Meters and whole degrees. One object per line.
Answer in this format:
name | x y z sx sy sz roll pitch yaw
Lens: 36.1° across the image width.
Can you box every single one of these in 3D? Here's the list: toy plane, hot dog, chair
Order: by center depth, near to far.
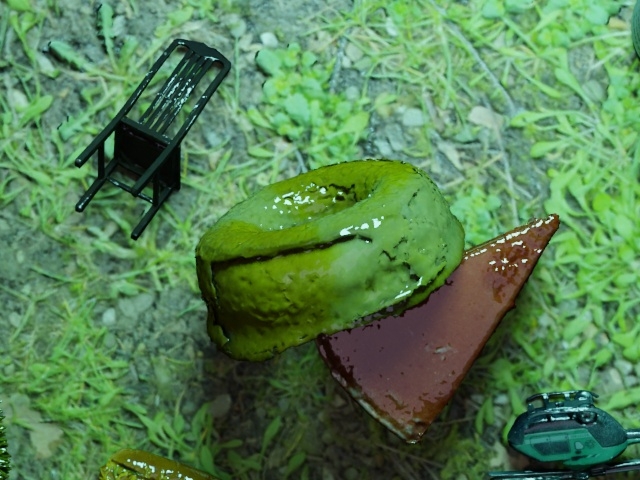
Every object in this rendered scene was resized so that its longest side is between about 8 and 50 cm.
toy plane | 0.290 0.207 1.024 0.235 0.060 0.096 -6 98 10
chair | -0.177 -0.116 1.074 0.084 0.101 0.212 27 57 5
hot dog | -0.167 0.280 1.087 0.165 0.045 0.071 19 95 5

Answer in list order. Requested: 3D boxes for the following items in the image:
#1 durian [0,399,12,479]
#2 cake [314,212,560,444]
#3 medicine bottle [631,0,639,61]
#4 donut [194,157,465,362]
durian | -0.403 0.192 1.092 0.095 0.137 0.220 -36 80 -28
cake | 0.104 0.049 0.996 0.160 0.158 0.262 33 93 4
medicine bottle | 0.380 -0.222 0.948 0.135 0.168 0.135 0 92 7
donut | 0.000 0.000 0.949 0.272 0.272 0.107 -21 113 7
